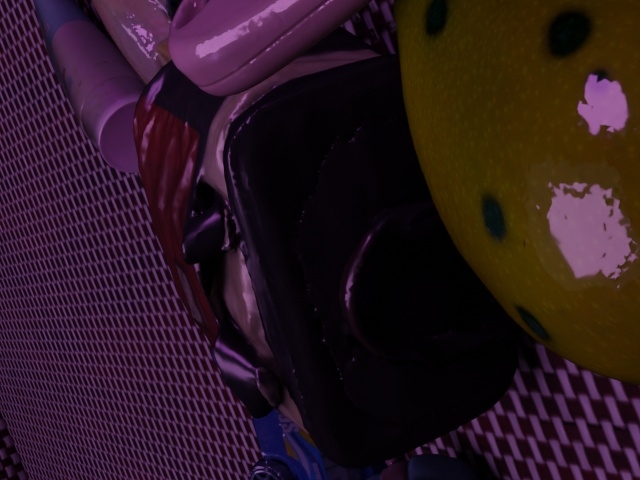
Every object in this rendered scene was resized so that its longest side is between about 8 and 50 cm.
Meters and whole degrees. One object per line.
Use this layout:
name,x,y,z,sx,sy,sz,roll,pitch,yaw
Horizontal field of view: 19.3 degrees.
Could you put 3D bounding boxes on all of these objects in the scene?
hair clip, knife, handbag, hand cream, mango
hair clip,-0.118,-0.173,1.403,0.159,0.071,0.218,54,161,27
knife,0.060,-0.151,0.789,0.336,0.081,0.043,-26,124,37
handbag,0.000,0.000,1.106,0.181,0.181,0.254,34,145,61
hand cream,-0.215,-0.160,1.669,0.312,0.070,0.111,47,156,53
mango,0.112,-0.061,0.794,0.175,0.143,0.293,-65,36,36

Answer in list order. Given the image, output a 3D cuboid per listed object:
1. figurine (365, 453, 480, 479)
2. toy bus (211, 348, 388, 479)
figurine,0.085,0.244,1.314,0.205,0.102,0.260,-77,-23,-56
toy bus,-0.011,0.112,1.378,0.094,0.079,0.236,-2,117,27
